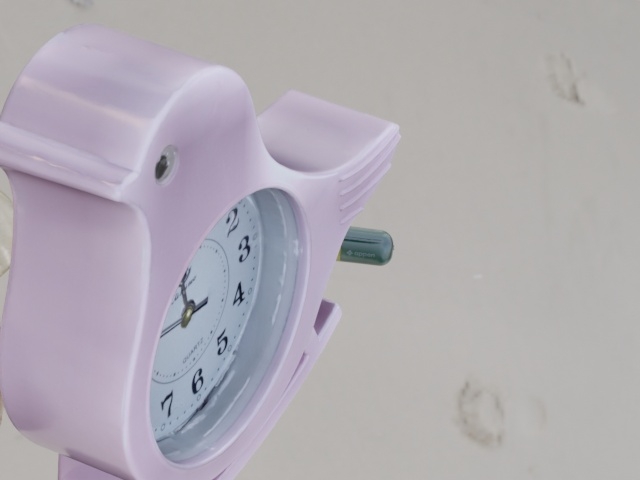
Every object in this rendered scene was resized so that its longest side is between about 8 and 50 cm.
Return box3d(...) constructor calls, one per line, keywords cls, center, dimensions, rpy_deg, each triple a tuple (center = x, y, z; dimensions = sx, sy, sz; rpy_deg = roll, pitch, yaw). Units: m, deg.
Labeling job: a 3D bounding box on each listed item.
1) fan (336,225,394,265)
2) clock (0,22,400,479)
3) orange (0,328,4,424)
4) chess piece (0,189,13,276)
box3d(cls="fan", center=(0.000, 0.000, 1.377), dimensions=(0.039, 0.155, 0.082), rpy_deg=(-77, 173, -54))
box3d(cls="clock", center=(-0.053, -0.010, 0.710), dimensions=(0.290, 0.080, 0.275), rpy_deg=(-49, 149, -43))
box3d(cls="orange", center=(-0.333, 0.084, 0.701), dimensions=(0.341, 0.340, 0.293), rpy_deg=(2, 38, -44))
box3d(cls="chess piece", center=(-0.434, -0.051, 1.465), dimensions=(0.137, 0.301, 0.137), rpy_deg=(-13, 118, -25))
